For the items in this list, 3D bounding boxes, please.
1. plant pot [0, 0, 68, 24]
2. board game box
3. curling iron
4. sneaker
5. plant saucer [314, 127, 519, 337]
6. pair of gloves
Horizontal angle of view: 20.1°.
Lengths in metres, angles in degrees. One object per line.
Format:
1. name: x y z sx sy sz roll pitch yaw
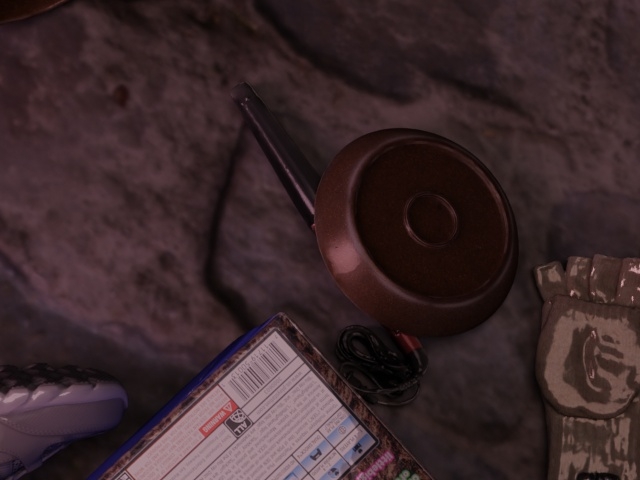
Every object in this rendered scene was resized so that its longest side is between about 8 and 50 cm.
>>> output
1. plant pot: -0.258 -0.314 1.324 0.215 0.215 0.230 -27 67 -15
2. board game box: -0.025 0.236 1.207 0.232 0.141 0.291 -42 92 -17
3. curling iron: 0.000 0.000 1.349 0.068 0.035 0.274 -23 80 -14
4. sneaker: -0.263 0.165 1.247 0.281 0.105 0.115 -19 99 -11
5. plant saucer: 0.078 -0.012 1.347 0.168 0.029 0.168 8 66 -19
6. pair of gloves: 0.279 0.105 1.357 0.240 0.042 0.204 -2 78 -2
